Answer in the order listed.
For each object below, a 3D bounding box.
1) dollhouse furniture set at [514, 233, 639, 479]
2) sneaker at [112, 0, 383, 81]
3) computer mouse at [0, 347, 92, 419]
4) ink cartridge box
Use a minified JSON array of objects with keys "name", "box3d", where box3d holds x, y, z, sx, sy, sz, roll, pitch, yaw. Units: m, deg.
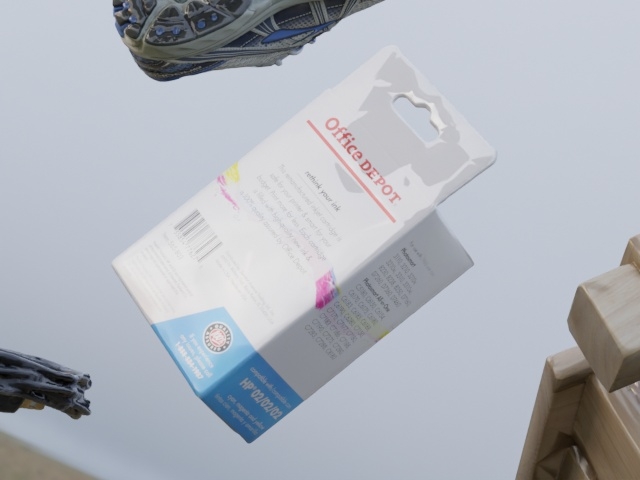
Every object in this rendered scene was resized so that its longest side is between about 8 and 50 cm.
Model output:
[{"name":"dollhouse furniture set","box3d":[0.229,0.152,0.655,0.355,0.174,0.303,92,-26,-59]},{"name":"sneaker","box3d":[-0.014,-0.096,0.649,0.135,0.052,0.058,-18,-20,-11]},{"name":"computer mouse","box3d":[-0.167,0.036,0.494,0.242,0.041,0.071,16,-6,-40]},{"name":"ink cartridge box","box3d":[0.000,0.000,0.843,0.104,0.181,0.061,52,0,38]}]
